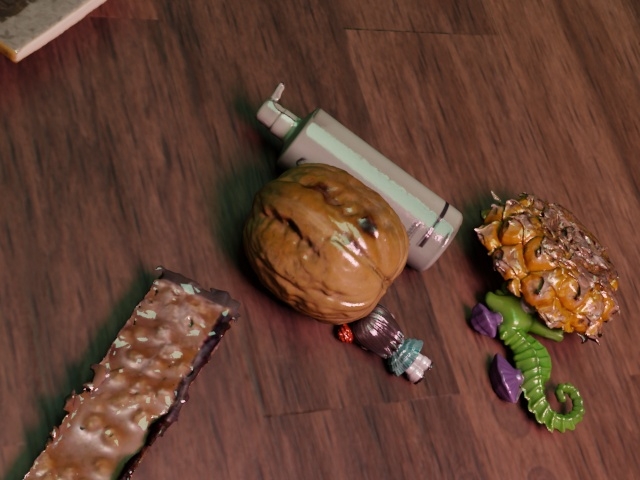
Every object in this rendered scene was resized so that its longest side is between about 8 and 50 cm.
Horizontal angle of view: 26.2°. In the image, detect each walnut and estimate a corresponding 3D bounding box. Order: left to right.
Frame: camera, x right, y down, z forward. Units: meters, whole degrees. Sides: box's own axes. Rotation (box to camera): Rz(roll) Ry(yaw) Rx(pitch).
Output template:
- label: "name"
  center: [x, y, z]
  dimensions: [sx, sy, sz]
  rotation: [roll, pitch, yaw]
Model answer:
- label: "walnut"
  center: [0.000, 0.000, 1.466]
  dimensions: [0.184, 0.155, 0.155]
  rotation: [38, 49, 16]

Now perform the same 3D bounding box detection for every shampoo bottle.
- label: "shampoo bottle"
  center: [0.036, -0.072, 1.565]
  dimensions: [0.262, 0.085, 0.085]
  rotation: [37, 51, -5]

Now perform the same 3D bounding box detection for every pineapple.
- label: "pineapple"
  center: [0.279, 0.021, 1.614]
  dimensions: [0.225, 0.076, 0.225]
  rotation: [30, 30, -20]

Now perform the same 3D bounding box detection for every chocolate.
- label: "chocolate"
  center: [-0.186, 0.162, 1.319]
  dimensions: [0.102, 0.065, 0.329]
  rotation: [26, 50, 6]

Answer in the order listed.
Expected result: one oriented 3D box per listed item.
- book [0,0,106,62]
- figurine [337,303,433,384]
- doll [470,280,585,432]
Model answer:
- label: "book"
  center: [-0.377, -0.365, 1.484]
  dimensions: [0.389, 0.032, 0.269]
  rotation: [35, 55, 13]
- label: "figurine"
  center: [0.073, 0.115, 1.501]
  dimensions: [0.106, 0.047, 0.060]
  rotation: [42, 92, -7]
- label: "doll"
  center: [0.242, 0.133, 1.577]
  dimensions: [0.115, 0.050, 0.190]
  rotation: [-8, 67, -24]
